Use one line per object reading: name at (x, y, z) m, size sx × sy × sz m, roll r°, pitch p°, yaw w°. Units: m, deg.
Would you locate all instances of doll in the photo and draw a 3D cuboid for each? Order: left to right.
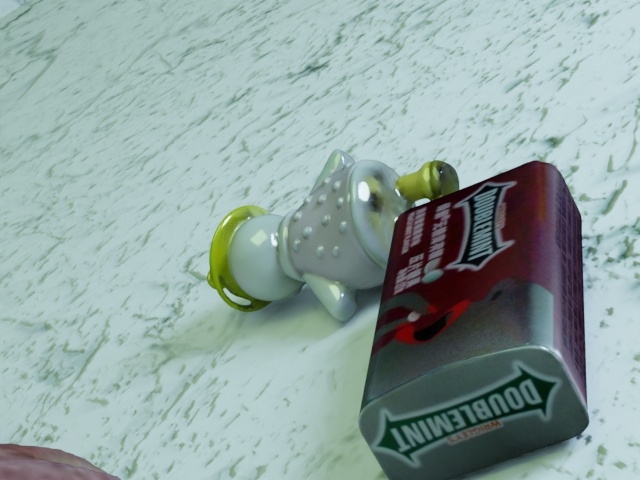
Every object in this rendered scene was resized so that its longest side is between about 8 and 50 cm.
doll at (0.000, 0.000, 1.104) m, size 0.207 × 0.081 × 0.129 m, roll -19°, pitch 57°, yaw 34°

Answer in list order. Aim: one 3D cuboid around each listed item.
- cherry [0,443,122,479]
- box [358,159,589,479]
cherry at (-0.212, 0.203, 0.756) m, size 0.307 × 0.221 × 0.261 m, roll -28°, pitch 37°, yaw -32°
box at (0.091, 0.042, 0.925) m, size 0.120 × 0.069 × 0.224 m, roll -21°, pitch 23°, yaw 20°
